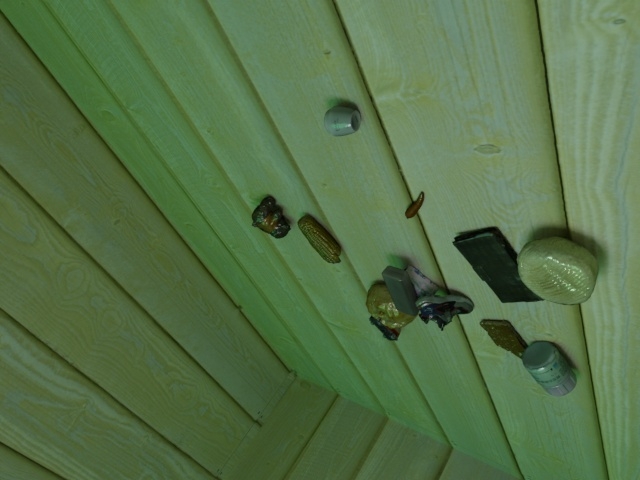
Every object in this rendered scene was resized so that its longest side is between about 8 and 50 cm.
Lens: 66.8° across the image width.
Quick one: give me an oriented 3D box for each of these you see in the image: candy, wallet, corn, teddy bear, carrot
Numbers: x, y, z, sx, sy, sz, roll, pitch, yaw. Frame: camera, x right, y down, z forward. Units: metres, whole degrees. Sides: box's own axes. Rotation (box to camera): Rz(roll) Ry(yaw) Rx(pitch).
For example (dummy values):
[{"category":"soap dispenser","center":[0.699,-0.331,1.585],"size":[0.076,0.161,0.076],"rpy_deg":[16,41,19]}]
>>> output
[{"category":"candy","center":[0.383,0.178,1.936],"size":[0.160,0.073,0.092],"rpy_deg":[38,151,2]},{"category":"wallet","center":[0.584,0.088,1.588],"size":[0.317,0.044,0.169],"rpy_deg":[47,148,-19]},{"category":"corn","center":[0.000,0.000,2.107],"size":[0.262,0.097,0.097],"rpy_deg":[49,151,-14]},{"category":"teddy bear","center":[-0.225,-0.087,2.213],"size":[0.190,0.140,0.177],"rpy_deg":[37,151,-16]},{"category":"carrot","center":[0.316,-0.113,1.618],"size":[0.035,0.035,0.142],"rpy_deg":[35,146,5]}]

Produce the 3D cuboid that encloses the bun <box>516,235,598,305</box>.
[{"category":"bun","center":[0.667,0.074,1.368],"size":[0.220,0.134,0.220],"rpy_deg":[33,152,20]}]

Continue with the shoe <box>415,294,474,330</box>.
[{"category":"shoe","center":[0.477,0.277,1.850],"size":[0.227,0.126,0.099],"rpy_deg":[3,148,-3]}]

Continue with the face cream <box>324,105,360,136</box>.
[{"category":"face cream","center":[0.066,-0.362,1.473],"size":[0.095,0.091,0.091],"rpy_deg":[8,141,33]}]

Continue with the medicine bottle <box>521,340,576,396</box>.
[{"category":"medicine bottle","center":[0.836,0.469,1.772],"size":[0.168,0.135,0.135],"rpy_deg":[46,152,-18]}]

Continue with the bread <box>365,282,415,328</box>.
[{"category":"bread","center":[0.309,0.295,2.142],"size":[0.244,0.134,0.244],"rpy_deg":[31,155,16]}]

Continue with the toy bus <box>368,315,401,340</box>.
[{"category":"toy bus","center":[0.316,0.413,2.372],"size":[0.174,0.077,0.079],"rpy_deg":[48,152,-17]}]

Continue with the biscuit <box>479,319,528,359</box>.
[{"category":"biscuit","center":[0.733,0.392,1.894],"size":[0.237,0.026,0.131],"rpy_deg":[48,153,-19]}]

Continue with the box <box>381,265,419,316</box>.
[{"category":"box","center":[0.319,0.201,1.910],"size":[0.103,0.055,0.244],"rpy_deg":[18,147,39]}]
